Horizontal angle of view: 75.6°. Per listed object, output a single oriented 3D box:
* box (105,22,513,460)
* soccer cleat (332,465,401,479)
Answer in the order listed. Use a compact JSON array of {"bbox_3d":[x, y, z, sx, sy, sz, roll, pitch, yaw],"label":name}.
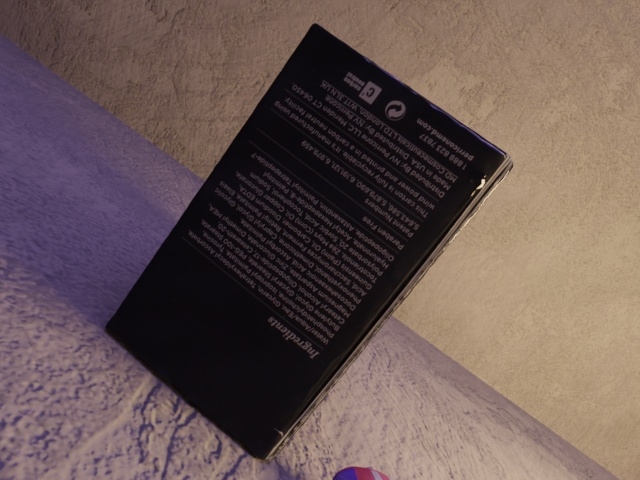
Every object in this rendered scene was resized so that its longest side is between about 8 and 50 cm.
[{"bbox_3d":[0.000,0.000,0.720,0.297,0.471,0.480,36,7,5],"label":"box"},{"bbox_3d":[0.113,0.370,0.481,0.248,0.083,0.095,40,12,8],"label":"soccer cleat"}]
